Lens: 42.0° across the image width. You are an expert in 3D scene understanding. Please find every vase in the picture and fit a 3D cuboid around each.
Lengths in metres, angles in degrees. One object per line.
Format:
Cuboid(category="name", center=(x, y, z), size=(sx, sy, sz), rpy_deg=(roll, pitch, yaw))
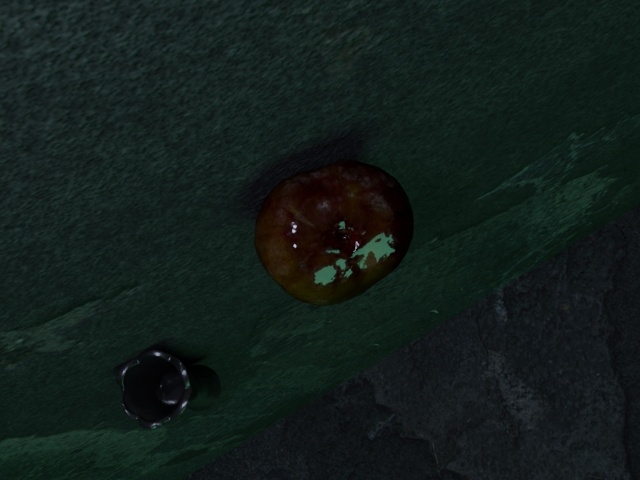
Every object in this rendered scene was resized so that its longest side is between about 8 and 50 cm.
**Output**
Cuboid(category="vase", center=(-0.220, 0.230, 1.298), size=(0.115, 0.115, 0.237), rpy_deg=(-31, 167, 3))

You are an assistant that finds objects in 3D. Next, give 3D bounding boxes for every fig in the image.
Cuboid(category="fig", center=(0.000, 0.002, 0.951), size=(0.170, 0.145, 0.274), rpy_deg=(-24, 176, -15))
